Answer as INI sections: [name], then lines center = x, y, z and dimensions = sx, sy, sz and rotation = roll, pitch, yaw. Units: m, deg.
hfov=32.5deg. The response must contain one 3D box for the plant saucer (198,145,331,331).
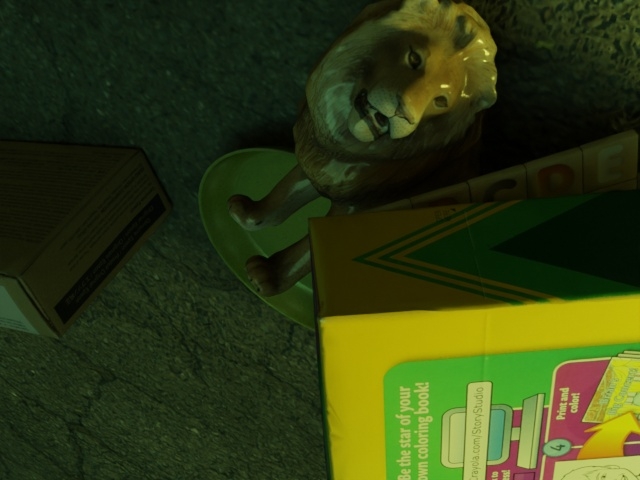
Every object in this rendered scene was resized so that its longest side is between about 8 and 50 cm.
[plant saucer]
center = 0.000, 0.000, 1.001
dimensions = 0.241, 0.037, 0.241
rotation = 22, 143, 18

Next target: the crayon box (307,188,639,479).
[crayon box]
center = 0.158, 0.132, 0.784
dimensions = 0.313, 0.106, 0.363
rotation = -4, 132, 0

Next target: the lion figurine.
[lion figurine]
center = 0.092, -0.002, 0.842
dimensions = 0.240, 0.142, 0.392
rotation = -33, 130, 15

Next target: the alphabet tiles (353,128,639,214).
[alphabet tiles]
center = 0.150, 0.021, 0.782
dimensions = 0.237, 0.009, 0.198
rotation = -17, 133, -3

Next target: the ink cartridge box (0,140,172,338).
[ink cartridge box]
center = -0.300, -0.009, 1.108
dimensions = 0.235, 0.193, 0.088
rotation = 7, 136, 35
